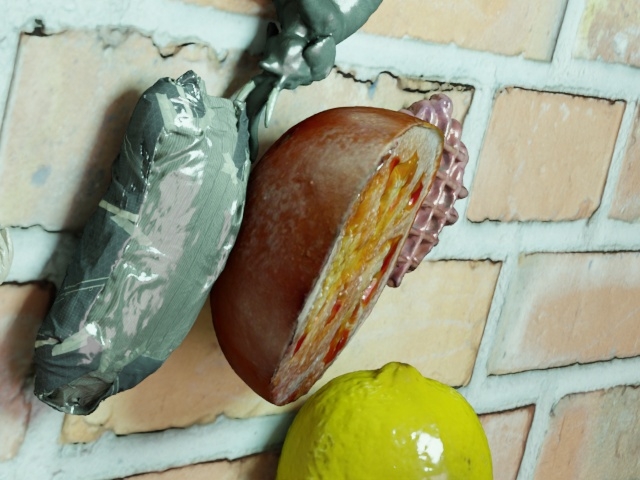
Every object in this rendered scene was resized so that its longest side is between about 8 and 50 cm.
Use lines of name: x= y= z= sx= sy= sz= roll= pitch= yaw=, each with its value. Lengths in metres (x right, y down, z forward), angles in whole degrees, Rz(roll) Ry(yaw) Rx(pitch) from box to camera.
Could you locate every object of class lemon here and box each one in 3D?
lemon: x=0.070 y=0.280 z=1.887 sx=0.260 sy=0.260 sz=0.284 roll=-18 pitch=96 yaw=-49

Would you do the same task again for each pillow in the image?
pillow: x=-0.163 y=0.009 z=1.554 sx=0.161 sy=0.092 sz=0.335 roll=28 pitch=85 yaw=-48

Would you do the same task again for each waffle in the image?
waffle: x=0.096 y=-0.053 z=1.917 sx=0.234 sy=0.055 sz=0.221 roll=-36 pitch=135 yaw=-40

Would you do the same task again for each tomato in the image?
tomato: x=-0.011 y=-0.005 z=1.694 sx=0.338 sy=0.144 sz=0.338 roll=-54 pitch=165 yaw=-22

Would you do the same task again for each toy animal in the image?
toy animal: x=-0.021 y=-0.217 z=1.641 sx=0.269 sy=0.082 sz=0.137 roll=-57 pitch=143 yaw=-19

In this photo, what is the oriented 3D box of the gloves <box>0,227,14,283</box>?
gloves: x=-0.286 y=0.026 z=1.448 sx=0.044 sy=0.037 sz=0.081 roll=-93 pitch=-165 yaw=-85
